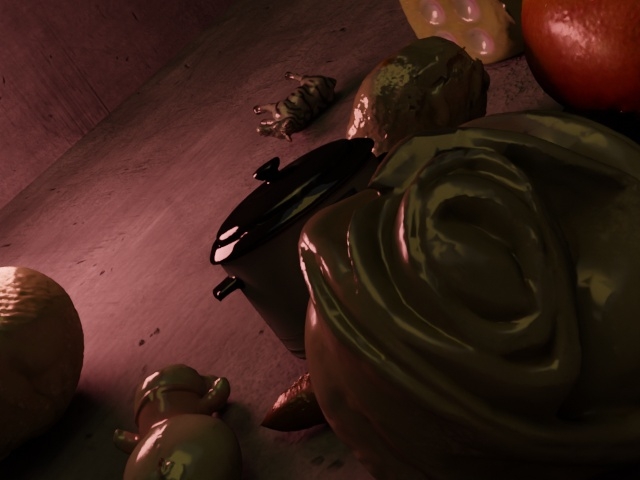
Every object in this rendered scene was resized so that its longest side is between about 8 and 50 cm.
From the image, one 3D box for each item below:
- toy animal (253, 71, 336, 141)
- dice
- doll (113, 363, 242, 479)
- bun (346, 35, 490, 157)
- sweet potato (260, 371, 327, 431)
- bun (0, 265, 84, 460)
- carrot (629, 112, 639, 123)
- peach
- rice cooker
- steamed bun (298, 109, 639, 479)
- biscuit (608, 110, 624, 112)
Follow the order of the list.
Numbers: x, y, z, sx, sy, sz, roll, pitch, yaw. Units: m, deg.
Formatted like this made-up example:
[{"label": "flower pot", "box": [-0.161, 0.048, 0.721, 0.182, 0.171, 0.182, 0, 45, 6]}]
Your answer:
[{"label": "toy animal", "box": [-0.070, -0.275, 1.681, 0.169, 0.090, 0.255, -3, 41, 36]}, {"label": "dice", "box": [0.309, -0.488, 1.446, 0.250, 0.252, 0.254, -45, 29, -21]}, {"label": "doll", "box": [-0.164, 0.235, 0.894, 0.154, 0.113, 0.275, -27, 26, 3]}, {"label": "bun", "box": [0.157, -0.178, 1.151, 0.239, 0.239, 0.141, -39, 58, -13]}, {"label": "sweet potato", "box": [0.023, 0.164, 0.882, 0.205, 0.060, 0.068, -18, 67, 6]}, {"label": "bun", "box": [-0.515, 0.211, 1.179, 0.348, 0.227, 0.352, -3, 37, 45]}, {"label": "carrot", "box": [0.450, -0.132, 0.927, 0.059, 0.059, 0.248, -36, 24, -8]}, {"label": "peach", "box": [0.421, -0.312, 0.979, 0.380, 0.242, 0.306, 8, 45, 46]}, {"label": "rice cooker", "box": [0.000, 0.000, 0.948, 0.280, 0.227, 0.241, -39, 12, -10]}, {"label": "steamed bun", "box": [0.142, 0.037, 0.673, 0.367, 0.255, 0.343, -28, 52, 5]}, {"label": "biscuit", "box": [0.520, -0.250, 1.067, 0.273, 0.036, 0.187, -38, 27, -12]}]
